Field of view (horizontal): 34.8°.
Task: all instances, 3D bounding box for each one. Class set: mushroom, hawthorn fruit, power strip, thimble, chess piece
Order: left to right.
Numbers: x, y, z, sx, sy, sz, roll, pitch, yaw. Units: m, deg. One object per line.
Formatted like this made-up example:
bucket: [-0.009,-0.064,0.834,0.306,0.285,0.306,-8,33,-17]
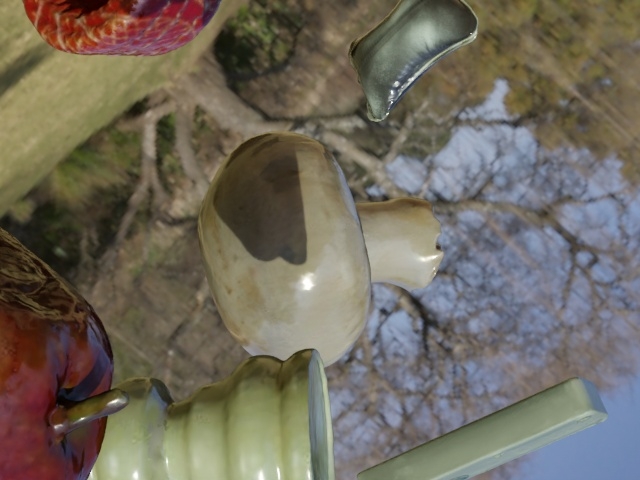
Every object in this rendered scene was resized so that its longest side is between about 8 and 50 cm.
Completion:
hawthorn fruit: [-0.222,0.090,0.595,0.260,0.224,0.224,3,-136,36]
thimble: [-0.343,-0.489,1.776,0.350,0.350,0.230,-46,162,25]
chess piece: [-0.121,0.164,0.804,0.251,0.145,0.144,-5,-163,7]
mushroom: [0.000,0.000,1.247,0.290,0.298,0.297,-14,179,-14]
power strip: [0.208,0.292,1.422,0.385,0.062,0.091,-29,153,23]

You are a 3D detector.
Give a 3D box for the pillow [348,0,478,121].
pillow: [0.078,-0.176,0.896,0.135,0.091,0.055,-37,170,31]
